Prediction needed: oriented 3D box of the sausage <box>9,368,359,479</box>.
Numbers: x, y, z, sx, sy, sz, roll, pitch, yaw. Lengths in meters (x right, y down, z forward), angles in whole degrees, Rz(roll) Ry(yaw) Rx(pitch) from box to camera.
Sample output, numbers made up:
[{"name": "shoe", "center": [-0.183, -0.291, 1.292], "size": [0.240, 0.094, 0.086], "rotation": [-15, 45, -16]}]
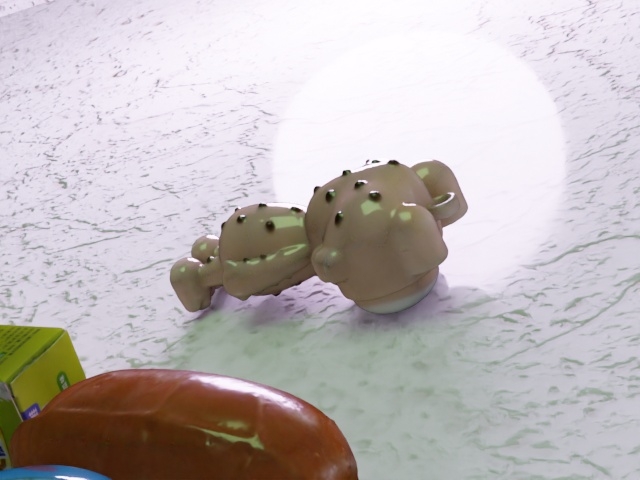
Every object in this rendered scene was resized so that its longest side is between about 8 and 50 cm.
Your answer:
[{"name": "sausage", "center": [-0.095, 0.148, 0.795], "size": [0.258, 0.133, 0.133], "rotation": [0, 31, 33]}]

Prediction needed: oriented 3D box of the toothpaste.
[{"name": "toothpaste", "center": [-0.330, 0.130, 0.991], "size": [0.327, 0.110, 0.077], "rotation": [0, 28, 31]}]

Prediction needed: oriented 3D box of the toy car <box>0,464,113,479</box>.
[{"name": "toy car", "center": [-0.126, 0.221, 0.548], "size": [0.188, 0.255, 0.190], "rotation": [-20, 10, -7]}]

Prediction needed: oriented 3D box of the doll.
[{"name": "doll", "center": [-0.002, 0.001, 1.058], "size": [0.278, 0.119, 0.154], "rotation": [-10, 24, 37]}]
